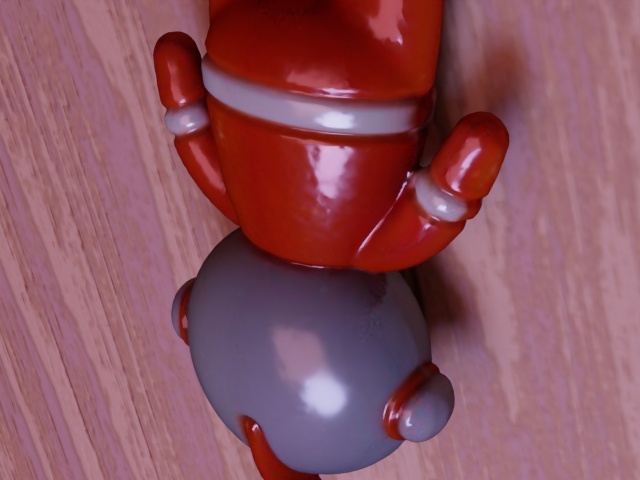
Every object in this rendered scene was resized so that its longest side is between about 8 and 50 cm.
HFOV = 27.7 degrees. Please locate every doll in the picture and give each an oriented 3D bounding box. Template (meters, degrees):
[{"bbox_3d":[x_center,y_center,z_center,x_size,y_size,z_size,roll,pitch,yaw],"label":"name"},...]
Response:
[{"bbox_3d":[0.000,0.000,0.650,0.199,0.105,0.337,18,118,30],"label":"doll"}]
